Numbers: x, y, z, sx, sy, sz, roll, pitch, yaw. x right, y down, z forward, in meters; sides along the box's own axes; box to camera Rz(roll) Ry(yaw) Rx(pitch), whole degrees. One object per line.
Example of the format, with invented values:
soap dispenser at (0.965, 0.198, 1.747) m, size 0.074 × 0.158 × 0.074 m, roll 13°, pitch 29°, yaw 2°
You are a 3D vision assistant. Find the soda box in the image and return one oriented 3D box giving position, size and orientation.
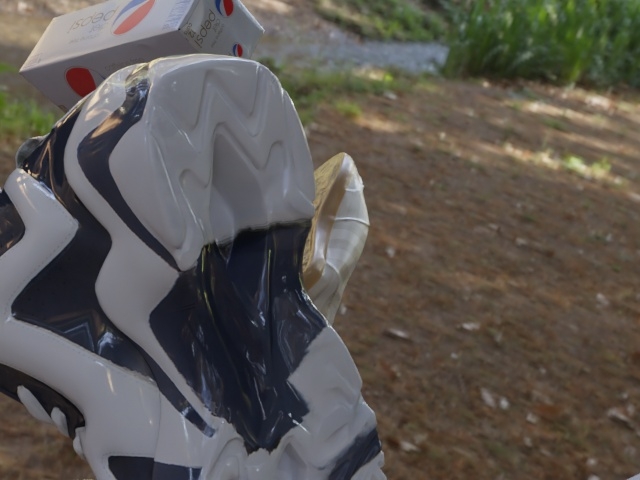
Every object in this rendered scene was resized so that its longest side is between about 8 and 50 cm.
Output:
soda box at (-0.156, -0.159, 0.873) m, size 0.216 × 0.069 × 0.074 m, roll -3°, pitch -36°, yaw 41°

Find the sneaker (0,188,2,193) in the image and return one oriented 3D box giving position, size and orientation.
sneaker at (-0.305, -0.038, 0.616) m, size 0.182 × 0.315 × 0.127 m, roll -29°, pitch 3°, yaw -18°

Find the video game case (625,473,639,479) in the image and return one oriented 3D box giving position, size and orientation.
video game case at (0.344, 0.291, 1.098) m, size 0.193 × 0.023 × 0.212 m, roll -17°, pitch -3°, yaw -22°

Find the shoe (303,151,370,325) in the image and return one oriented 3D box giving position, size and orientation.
shoe at (0.000, 0.000, 0.880) m, size 0.058 × 0.076 × 0.219 m, roll 49°, pitch 31°, yaw -21°

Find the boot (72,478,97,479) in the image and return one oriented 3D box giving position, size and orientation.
boot at (-0.127, 0.227, 0.965) m, size 0.260 × 0.348 × 0.131 m, roll 2°, pitch 21°, yaw 18°

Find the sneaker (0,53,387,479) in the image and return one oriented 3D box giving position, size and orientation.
sneaker at (-0.068, 0.059, 0.382) m, size 0.153 × 0.235 × 0.094 m, roll -4°, pitch 13°, yaw 46°
